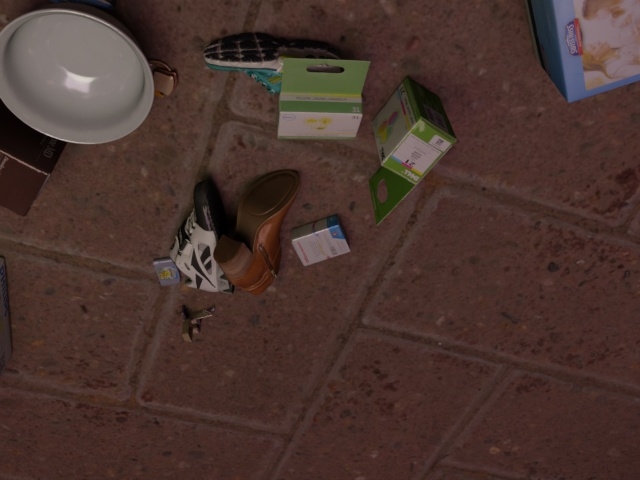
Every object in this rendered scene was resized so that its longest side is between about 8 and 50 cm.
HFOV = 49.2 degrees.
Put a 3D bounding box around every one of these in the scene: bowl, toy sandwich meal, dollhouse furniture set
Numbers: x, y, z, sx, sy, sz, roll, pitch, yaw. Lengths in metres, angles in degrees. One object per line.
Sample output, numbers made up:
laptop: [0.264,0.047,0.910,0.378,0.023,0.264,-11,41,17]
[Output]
bowl: [-0.462,-0.340,1.347,0.298,0.134,0.297,-2,136,-2]
toy sandwich meal: [-0.338,-0.330,1.439,0.086,0.029,0.085,-1,127,-2]
dollhouse furniture set: [-0.307,0.225,1.811,0.081,0.114,0.091,-15,124,3]

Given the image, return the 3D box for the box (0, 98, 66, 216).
box: [-0.718,-0.228,1.396,0.381,0.191,0.143,31,120,-24]

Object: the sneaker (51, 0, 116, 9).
sneaker: [-0.466,-0.469,1.320,0.162,0.063,0.073,15,144,-10]

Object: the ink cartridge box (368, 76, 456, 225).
ink cartridge box: [0.153,-0.185,1.474,0.097,0.188,0.255,27,121,-23]

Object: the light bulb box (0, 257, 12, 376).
light bulb box: [-0.909,0.265,1.653,0.226,0.361,0.357,9,126,-8]

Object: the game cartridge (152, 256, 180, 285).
game cartridge: [-0.382,0.078,1.755,0.056,0.017,0.083,-11,127,0]

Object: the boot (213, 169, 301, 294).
boot: [-0.118,-0.009,1.636,0.109,0.283,0.220,24,165,26]

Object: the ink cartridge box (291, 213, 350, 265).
ink cartridge box: [0.000,0.000,1.693,0.123,0.052,0.088,-19,125,9]

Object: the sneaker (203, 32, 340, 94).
sneaker: [-0.098,-0.340,1.404,0.276,0.107,0.110,7,136,-8]

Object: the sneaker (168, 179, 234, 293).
sneaker: [-0.290,0.004,1.635,0.146,0.122,0.330,0,131,1]

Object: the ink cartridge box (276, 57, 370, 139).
ink cartridge box: [0.002,-0.277,1.406,0.171,0.056,0.235,0,163,-6]

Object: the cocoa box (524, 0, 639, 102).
cocoa box: [0.496,-0.470,1.252,0.232,0.228,0.347,-18,126,10]
